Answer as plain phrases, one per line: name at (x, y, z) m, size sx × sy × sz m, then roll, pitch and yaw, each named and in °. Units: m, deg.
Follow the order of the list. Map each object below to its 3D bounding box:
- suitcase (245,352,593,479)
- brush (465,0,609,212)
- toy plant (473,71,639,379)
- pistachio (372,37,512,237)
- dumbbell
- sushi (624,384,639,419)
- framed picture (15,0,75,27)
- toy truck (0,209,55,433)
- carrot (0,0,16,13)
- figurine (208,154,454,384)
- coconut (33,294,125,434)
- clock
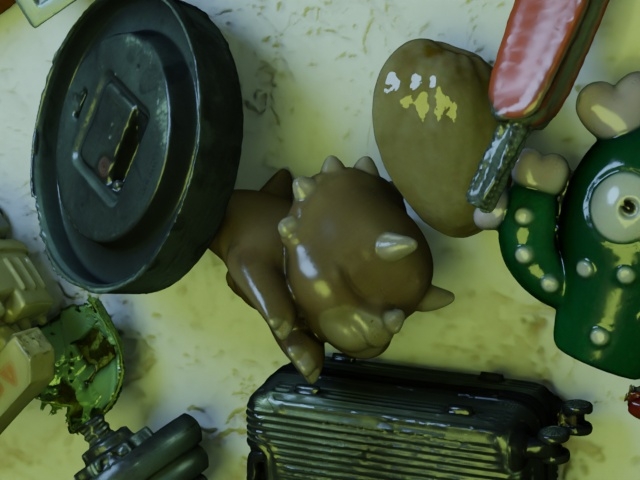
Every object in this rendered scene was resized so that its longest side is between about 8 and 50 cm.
suitcase at (0.086, 0.219, 1.531) m, size 0.312 × 0.128 × 0.202 m, roll 5°, pitch 108°, yaw 24°
brush at (0.188, -0.174, 1.359) m, size 0.070 × 0.051 × 0.323 m, roll 26°, pitch 95°, yaw 38°
toy plant at (0.265, -0.013, 1.378) m, size 0.232 × 0.112 × 0.243 m, roll 46°, pitch 104°, yaw 0°
pistachio at (0.110, -0.087, 1.433) m, size 0.108 × 0.126 × 0.185 m, roll 30°, pitch 146°, yaw 61°
dumbbell at (-0.111, 0.341, 1.632) m, size 0.179 × 0.179 × 0.406 m, roll -35°, pitch 89°, yaw 30°
sushi at (0.364, 0.127, 1.395) m, size 0.226 × 0.103 × 0.097 m, roll 1°, pitch 133°, yaw 22°
framed picture at (-0.201, -0.364, 1.511) m, size 0.296 × 0.019 × 0.232 m, roll -31°, pitch 92°, yaw 16°
toy truck at (-0.429, 0.137, 1.701) m, size 0.405 × 0.181 × 0.254 m, roll -47°, pitch 70°, yaw 30°
carrot at (-0.400, -0.320, 1.620) m, size 0.307 × 0.100 × 0.258 m, roll 7°, pitch 107°, yaw 15°
figurine at (0.004, 0.005, 1.490) m, size 0.173 × 0.247 × 0.177 m, roll -37°, pitch 117°, yaw -5°
coconut at (-0.244, 0.125, 1.695) m, size 0.158 × 0.055 × 0.133 m, roll -13°, pitch 94°, yaw 38°
clock at (-0.170, -0.088, 1.522) m, size 0.281 × 0.055 × 0.280 m, roll -11°, pitch 75°, yaw 49°
